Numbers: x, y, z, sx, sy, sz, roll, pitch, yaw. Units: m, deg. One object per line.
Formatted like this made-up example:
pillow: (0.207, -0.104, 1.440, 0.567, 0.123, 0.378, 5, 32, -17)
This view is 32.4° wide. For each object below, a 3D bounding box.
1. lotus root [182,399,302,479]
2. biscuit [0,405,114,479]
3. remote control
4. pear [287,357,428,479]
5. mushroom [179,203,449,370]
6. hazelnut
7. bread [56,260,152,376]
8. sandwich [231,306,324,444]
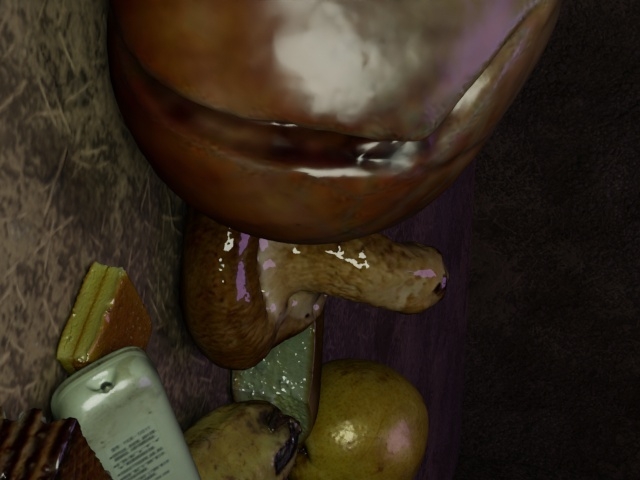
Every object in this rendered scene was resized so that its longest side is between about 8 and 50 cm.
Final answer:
lotus root: (-0.106, 0.232, 1.085, 0.110, 0.097, 0.258, 54, 29, 5)
biscuit: (-0.213, 0.233, 0.723, 0.106, 0.070, 0.252, 78, 23, -54)
remote control: (-0.133, 0.217, 0.905, 0.090, 0.038, 0.309, -31, 130, -20)
pear: (0.037, 0.260, 1.451, 0.209, 0.209, 0.209, 7, 90, -76)
mushroom: (-0.030, -0.019, 1.099, 0.267, 0.254, 0.267, -21, 90, -78)
hazelnut: (0.004, -0.202, 0.862, 0.359, 0.359, 0.409, 46, 48, -72)
bread: (-0.171, 0.080, 0.885, 0.094, 0.035, 0.090, 75, 26, -55)
sandwich: (-0.045, 0.122, 1.280, 0.096, 0.094, 0.258, -26, 120, -78)
